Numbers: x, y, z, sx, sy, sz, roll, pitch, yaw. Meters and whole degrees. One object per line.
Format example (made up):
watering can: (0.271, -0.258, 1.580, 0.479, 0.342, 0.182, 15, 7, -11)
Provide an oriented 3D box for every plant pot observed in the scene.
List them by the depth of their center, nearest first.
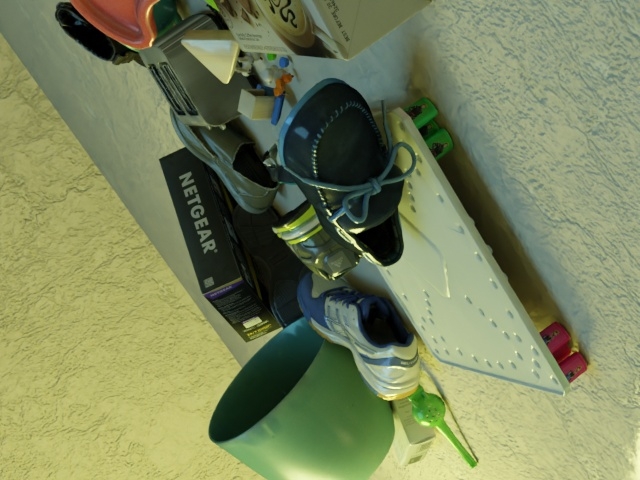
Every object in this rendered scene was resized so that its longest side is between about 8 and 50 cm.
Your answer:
plant pot: (-0.012, 0.312, 2.223, 0.235, 0.293, 0.293, 44, 169, -16)

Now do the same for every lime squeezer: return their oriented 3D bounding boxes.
lime squeezer: (0.166, 0.255, 2.145, 0.310, 0.059, 0.110, 50, -165, 13)

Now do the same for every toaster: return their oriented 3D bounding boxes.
toaster: (-0.186, -0.264, 1.961, 0.186, 0.110, 0.168, 60, 165, -16)

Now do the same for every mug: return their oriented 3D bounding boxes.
mug: (-0.285, -0.376, 2.040, 0.157, 0.097, 0.129, 16, -146, -51)

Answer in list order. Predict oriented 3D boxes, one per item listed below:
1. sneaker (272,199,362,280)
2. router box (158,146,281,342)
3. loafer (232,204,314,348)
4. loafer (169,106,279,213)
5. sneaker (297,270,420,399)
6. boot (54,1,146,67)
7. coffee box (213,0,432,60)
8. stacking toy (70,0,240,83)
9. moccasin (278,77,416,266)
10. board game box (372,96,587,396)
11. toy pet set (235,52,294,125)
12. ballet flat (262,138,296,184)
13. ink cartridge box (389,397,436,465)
sneaker: (0.000, 0.000, 1.858, 0.121, 0.111, 0.300, 55, -175, -1)
router box: (-0.186, 0.007, 2.368, 0.243, 0.081, 0.309, 58, -170, -59)
loafer: (-0.064, 0.055, 2.355, 0.303, 0.109, 0.095, 63, -176, -3)
loafer: (-0.154, -0.163, 2.171, 0.251, 0.094, 0.087, 48, 142, -8)
sneaker: (0.070, 0.121, 2.070, 0.296, 0.112, 0.131, 43, 144, 36)
boot: (-0.367, -0.373, 2.134, 0.263, 0.091, 0.229, 40, -163, 21)
coffee box: (-0.028, -0.295, 1.347, 0.168, 0.119, 0.297, 60, 165, -21)
stacking toy: (-0.169, -0.372, 1.617, 0.279, 0.130, 0.309, 29, 143, -8)
moccasin: (0.050, -0.071, 1.440, 0.117, 0.138, 0.342, 44, 176, 23)
board game box: (0.143, 0.004, 1.612, 0.390, 0.050, 0.390, 58, 165, -10)
toy pet set: (-0.068, -0.225, 1.816, 0.122, 0.065, 0.114, 37, 122, 45)
ballet flat: (-0.046, -0.121, 1.915, 0.074, 0.074, 0.203, 58, 168, -11)
ink cartridge box: (0.136, 0.281, 2.316, 0.189, 0.066, 0.232, 94, 160, -69)
